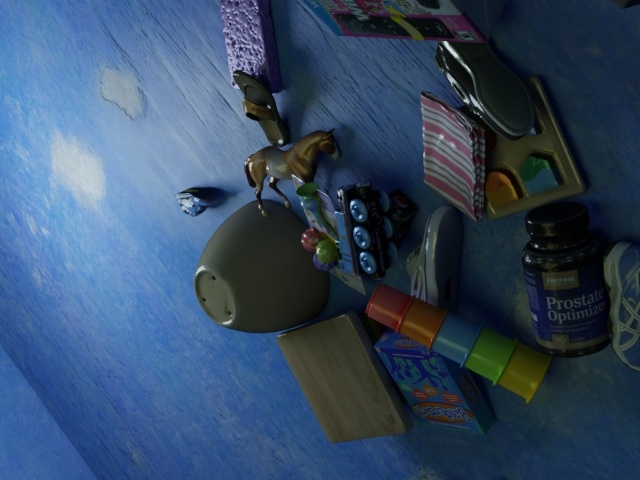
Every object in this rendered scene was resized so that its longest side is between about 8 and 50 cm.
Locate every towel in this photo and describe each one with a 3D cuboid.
[{"bbox_3d":[0.210,-0.134,1.578,0.144,0.029,0.197,44,152,42],"label":"towel"}]

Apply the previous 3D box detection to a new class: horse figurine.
[{"bbox_3d":[-0.065,-0.128,1.888,0.263,0.066,0.174,5,125,39],"label":"horse figurine"}]

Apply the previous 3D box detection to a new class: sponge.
[{"bbox_3d":[-0.136,-0.385,1.842,0.117,0.031,0.210,17,126,41],"label":"sponge"}]

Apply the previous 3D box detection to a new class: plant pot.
[{"bbox_3d":[-0.148,0.080,2.011,0.284,0.191,0.284,25,128,35],"label":"plant pot"}]

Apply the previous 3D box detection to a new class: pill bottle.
[{"bbox_3d":[0.375,0.058,1.489,0.123,0.123,0.219,5,116,45],"label":"pill bottle"}]

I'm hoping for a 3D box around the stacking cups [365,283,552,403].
[{"bbox_3d":[0.233,0.163,1.662,0.316,0.096,0.096,27,132,12],"label":"stacking cups"}]

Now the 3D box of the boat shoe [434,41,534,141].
[{"bbox_3d":[0.246,-0.233,1.468,0.068,0.081,0.227,106,142,-56],"label":"boat shoe"}]

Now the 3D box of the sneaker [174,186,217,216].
[{"bbox_3d":[-0.267,-0.084,2.151,0.144,0.053,0.059,6,117,55],"label":"sneaker"}]

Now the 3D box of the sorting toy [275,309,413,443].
[{"bbox_3d":[0.064,0.269,1.977,0.255,0.089,0.257,-23,95,51],"label":"sorting toy"}]

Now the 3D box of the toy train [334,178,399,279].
[{"bbox_3d":[0.074,-0.020,1.717,0.105,0.080,0.184,14,122,50],"label":"toy train"}]

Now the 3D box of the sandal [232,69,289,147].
[{"bbox_3d":[-0.118,-0.245,1.860,0.072,0.049,0.180,11,137,45],"label":"sandal"}]

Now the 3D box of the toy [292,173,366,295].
[{"bbox_3d":[0.000,0.000,1.834,0.137,0.056,0.237,34,148,51],"label":"toy"}]

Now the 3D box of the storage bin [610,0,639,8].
[{"bbox_3d":[0.413,-0.352,1.226,0.098,0.091,0.135,46,140,17],"label":"storage bin"}]

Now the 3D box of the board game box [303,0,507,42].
[{"bbox_3d":[0.091,-0.394,1.437,0.303,0.097,0.224,16,166,44],"label":"board game box"}]

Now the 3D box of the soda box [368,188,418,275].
[{"bbox_3d":[0.117,-0.011,1.778,0.060,0.053,0.168,44,138,21],"label":"soda box"}]

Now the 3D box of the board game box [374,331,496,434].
[{"bbox_3d":[0.212,0.264,1.806,0.160,0.047,0.210,-3,127,48],"label":"board game box"}]

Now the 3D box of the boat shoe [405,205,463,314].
[{"bbox_3d":[0.189,0.049,1.706,0.084,0.095,0.258,22,126,32],"label":"boat shoe"}]

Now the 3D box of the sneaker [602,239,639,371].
[{"bbox_3d":[0.477,0.104,1.442,0.081,0.080,0.211,5,118,49],"label":"sneaker"}]

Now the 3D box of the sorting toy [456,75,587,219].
[{"bbox_3d":[0.296,-0.137,1.523,0.208,0.038,0.193,-18,99,51],"label":"sorting toy"}]
